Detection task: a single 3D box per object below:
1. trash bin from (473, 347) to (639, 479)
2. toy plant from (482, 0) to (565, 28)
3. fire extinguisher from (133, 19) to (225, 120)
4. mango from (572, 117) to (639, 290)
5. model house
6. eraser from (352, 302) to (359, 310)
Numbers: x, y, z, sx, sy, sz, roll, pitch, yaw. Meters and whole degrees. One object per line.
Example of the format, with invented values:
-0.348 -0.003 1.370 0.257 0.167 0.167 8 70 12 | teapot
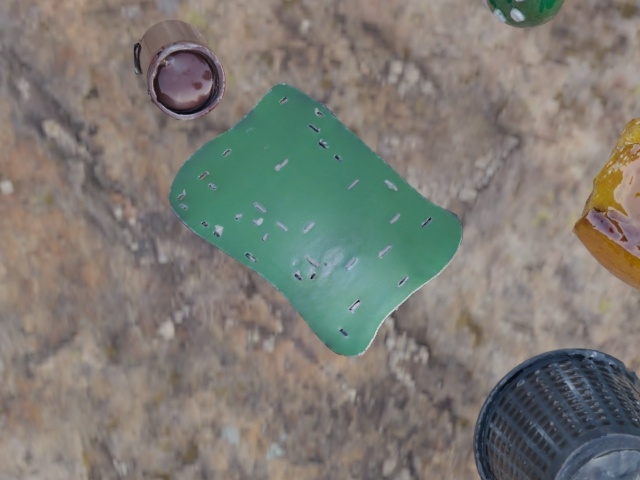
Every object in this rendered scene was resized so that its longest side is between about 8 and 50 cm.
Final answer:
0.231 0.195 1.410 0.175 0.161 0.175 -2 102 -7 | trash bin
0.161 -0.310 1.545 0.112 0.243 0.232 -31 89 -15 | toy plant
-0.180 -0.215 2.065 0.104 0.269 0.105 -3 106 -10 | fire extinguisher
0.415 -0.020 1.516 0.350 0.199 0.201 14 76 7 | mango
0.000 0.000 1.022 0.167 0.088 0.117 38 75 20 | model house
0.019 0.031 1.585 0.019 0.038 0.083 -22 85 -46 | eraser
